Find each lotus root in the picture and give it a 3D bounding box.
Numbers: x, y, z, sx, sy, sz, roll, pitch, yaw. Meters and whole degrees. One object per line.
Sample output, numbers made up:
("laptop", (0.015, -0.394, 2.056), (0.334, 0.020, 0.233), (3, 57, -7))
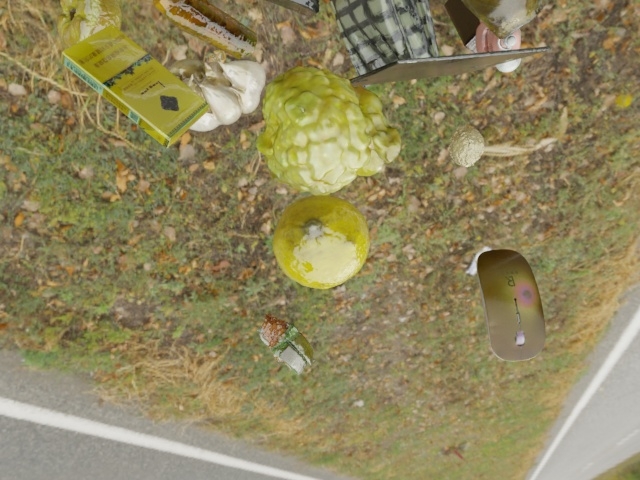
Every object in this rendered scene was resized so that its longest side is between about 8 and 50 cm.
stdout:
("lotus root", (0.399, -0.587, 1.015), (0.267, 0.260, 0.149), (-32, -171, -34))

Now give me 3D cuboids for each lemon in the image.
("lemon", (0.000, 0.000, 1.670), (0.350, 0.350, 0.387), (-23, 166, 9))

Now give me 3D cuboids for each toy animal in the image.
("toy animal", (-0.334, -0.607, 1.600), (0.081, 0.060, 0.083), (-50, 167, 2))

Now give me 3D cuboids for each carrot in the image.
("carrot", (-0.335, -0.642, 1.382), (0.302, 0.114, 0.114), (18, 133, -41))

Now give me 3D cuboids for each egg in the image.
("egg", (0.509, -0.327, 1.644), (0.118, 0.116, 0.140), (4, 102, 2))

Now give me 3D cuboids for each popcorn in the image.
("popcorn", (0.017, -0.179, 0.807), (0.251, 0.206, 0.237), (17, -170, 12))

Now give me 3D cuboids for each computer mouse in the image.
("computer mouse", (-0.121, -0.657, 1.193), (0.270, 0.137, 0.086), (18, 104, -11))
("computer mouse", (0.519, 0.171, 1.297), (0.158, 0.310, 0.072), (-4, 164, -5))

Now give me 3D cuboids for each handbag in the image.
("handbag", (0.201, -0.672, 1.482), (0.162, 0.325, 0.327), (-32, 112, -23))

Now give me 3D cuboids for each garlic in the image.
("garlic", (-0.289, -0.378, 1.225), (0.281, 0.184, 0.203), (5, -179, 2))

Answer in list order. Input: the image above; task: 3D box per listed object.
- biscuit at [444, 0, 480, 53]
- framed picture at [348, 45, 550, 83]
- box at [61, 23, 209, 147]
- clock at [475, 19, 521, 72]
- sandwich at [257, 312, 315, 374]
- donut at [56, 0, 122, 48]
("biscuit", (0.491, -0.735, 1.547), (0.070, 0.252, 0.106), (11, 142, -33))
("framed picture", (0.223, -0.330, 0.904), (0.324, 0.244, 0.013), (-14, 104, -20))
("box", (-0.403, -0.346, 1.048), (0.279, 0.153, 0.041), (39, 142, -9))
("clock", (0.494, -0.554, 1.305), (0.093, 0.162, 0.166), (-9, 114, 4))
("sandwich", (-0.113, 0.328, 1.465), (0.109, 0.160, 0.185), (-53, 140, -25))
("donut", (-0.696, -0.666, 1.419), (0.128, 0.261, 0.208), (4, 113, -44))
